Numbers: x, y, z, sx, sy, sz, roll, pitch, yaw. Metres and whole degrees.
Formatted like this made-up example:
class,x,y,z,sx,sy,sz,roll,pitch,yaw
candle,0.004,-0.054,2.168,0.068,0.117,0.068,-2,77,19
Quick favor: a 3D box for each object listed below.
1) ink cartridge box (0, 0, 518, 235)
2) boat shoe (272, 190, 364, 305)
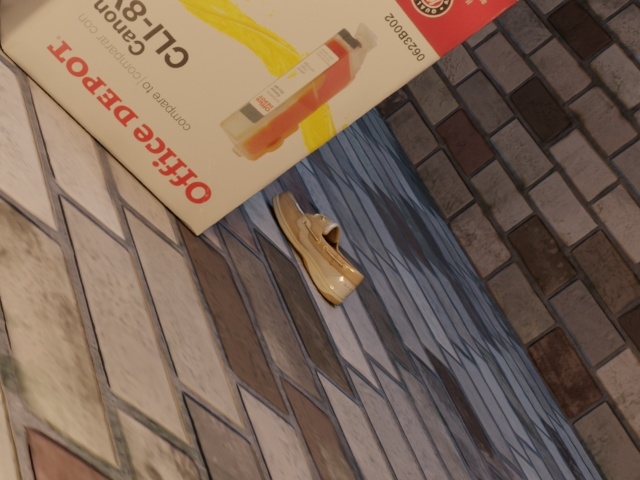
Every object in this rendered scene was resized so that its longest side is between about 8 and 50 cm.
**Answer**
class,x,y,z,sx,sy,sz,roll,pitch,yaw
ink cartridge box,-0.060,-0.229,1.254,0.279,0.384,0.160,46,15,-33
boat shoe,0.000,0.000,1.661,0.170,0.059,0.063,58,11,28
